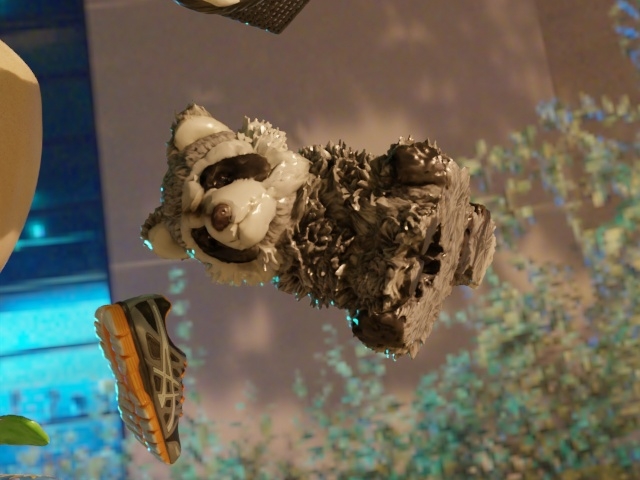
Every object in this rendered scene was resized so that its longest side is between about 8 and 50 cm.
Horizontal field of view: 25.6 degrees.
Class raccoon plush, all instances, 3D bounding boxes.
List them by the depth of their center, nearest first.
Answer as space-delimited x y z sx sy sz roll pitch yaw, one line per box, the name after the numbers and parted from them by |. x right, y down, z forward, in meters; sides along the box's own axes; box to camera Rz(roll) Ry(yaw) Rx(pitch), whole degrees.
0.000 0.000 1.537 0.299 0.216 0.446 16 -9 18 | raccoon plush

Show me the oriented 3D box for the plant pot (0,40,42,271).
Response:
-0.390 -0.117 1.413 0.284 0.191 0.284 29 -19 11 | plant pot

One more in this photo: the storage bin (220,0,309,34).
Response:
-0.046 -0.336 1.609 0.084 0.122 0.180 15 -35 -28 | storage bin

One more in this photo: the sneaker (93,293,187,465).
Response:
-0.186 0.158 1.592 0.083 0.215 0.084 -27 30 -29 | sneaker

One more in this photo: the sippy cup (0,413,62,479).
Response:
-0.347 0.332 1.422 0.224 0.306 0.240 -11 -8 21 | sippy cup

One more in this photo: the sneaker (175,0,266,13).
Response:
-0.004 -0.321 1.195 0.384 0.145 0.147 -39 0 -35 | sneaker
